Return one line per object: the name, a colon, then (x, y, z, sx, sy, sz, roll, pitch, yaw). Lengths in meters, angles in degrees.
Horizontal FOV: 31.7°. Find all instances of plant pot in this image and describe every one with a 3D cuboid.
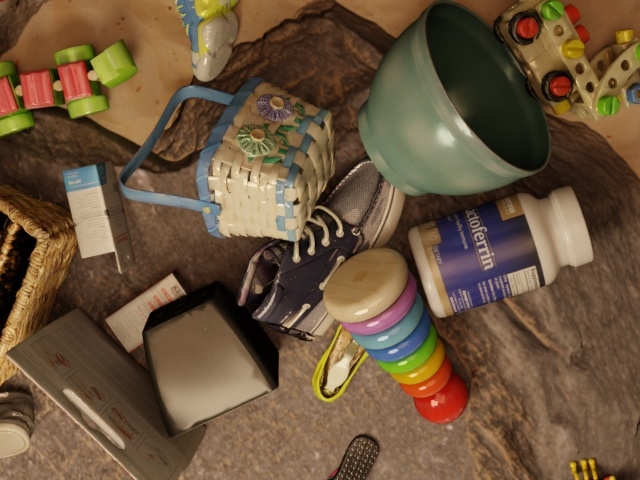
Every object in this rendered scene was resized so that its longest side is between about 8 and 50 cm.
plant pot: (0.182, -0.185, 1.703, 0.196, 0.293, 0.293, -33, 94, 34)
plant pot: (-0.186, 0.174, 1.789, 0.188, 0.187, 0.167, -26, 101, 4)

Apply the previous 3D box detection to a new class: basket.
basket: (-0.541, 0.066, 1.799, 0.213, 0.223, 0.299, 25, 99, 1)
basket: (-0.133, -0.134, 1.727, 0.288, 0.255, 0.201, 9, 139, 17)

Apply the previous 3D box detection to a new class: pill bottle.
pill bottle: (0.282, 0.013, 1.765, 0.264, 0.153, 0.153, -18, 96, 6)

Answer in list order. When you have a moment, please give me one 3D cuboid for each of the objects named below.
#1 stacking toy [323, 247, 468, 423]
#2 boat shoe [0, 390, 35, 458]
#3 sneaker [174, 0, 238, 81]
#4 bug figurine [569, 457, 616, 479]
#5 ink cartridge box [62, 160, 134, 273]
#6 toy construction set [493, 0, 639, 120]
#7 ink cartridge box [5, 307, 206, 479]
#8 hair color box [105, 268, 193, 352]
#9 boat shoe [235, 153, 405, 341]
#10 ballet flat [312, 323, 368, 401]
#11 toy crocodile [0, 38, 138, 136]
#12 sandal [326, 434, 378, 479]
stacking toy: (0.141, 0.168, 1.766, 0.141, 0.141, 0.330, -31, 121, 7)
boat shoe: (-0.641, 0.328, 1.917, 0.335, 0.096, 0.112, -10, 132, 9)
sneaker: (-0.196, -0.379, 1.795, 0.126, 0.091, 0.240, 15, 99, 21)
bug figurine: (0.424, 0.513, 1.860, 0.216, 0.072, 0.279, -14, 97, 6)
ink cartridge box: (-0.359, -0.034, 1.830, 0.060, 0.104, 0.180, -11, 96, 5)
toy construction set: (0.385, -0.317, 1.705, 0.215, 0.151, 0.328, -36, 93, -8)
ink cartridge box: (-0.336, 0.263, 1.725, 0.308, 0.385, 0.091, 44, 97, -2)
hair color box: (-0.279, 0.117, 1.875, 0.141, 0.043, 0.072, -34, 95, 8)
boat shoe: (0.000, 0.000, 1.765, 0.127, 0.158, 0.341, 34, 102, 41)
ballet flat: (0.055, 0.165, 1.839, 0.077, 0.077, 0.231, 28, 98, 1)
toy crocodile: (-0.455, -0.242, 1.810, 0.340, 0.105, 0.115, -13, 96, 6)
sandal: (0.041, 0.411, 1.897, 0.067, 0.040, 0.179, 31, 84, -6)
